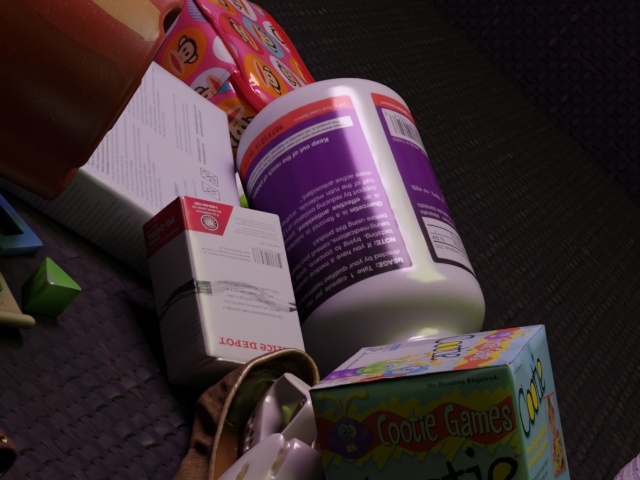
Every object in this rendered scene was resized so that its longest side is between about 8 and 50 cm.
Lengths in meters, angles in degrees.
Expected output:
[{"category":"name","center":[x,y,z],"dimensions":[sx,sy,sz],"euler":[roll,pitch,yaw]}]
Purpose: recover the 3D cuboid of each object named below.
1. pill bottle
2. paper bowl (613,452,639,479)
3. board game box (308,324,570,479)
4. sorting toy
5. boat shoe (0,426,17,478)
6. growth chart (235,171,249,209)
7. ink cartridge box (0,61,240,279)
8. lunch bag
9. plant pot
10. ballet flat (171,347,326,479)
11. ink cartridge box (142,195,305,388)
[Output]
[{"category":"pill bottle","center":[0.042,0.017,1.652],"dimensions":[0.181,0.181,0.323],"euler":[23,39,-47]},{"category":"paper bowl","center":[0.478,0.328,1.984],"dimensions":[0.284,0.148,0.284],"euler":[39,18,-16]},{"category":"board game box","center":[0.100,0.213,1.224],"dimensions":[0.144,0.142,0.275],"euler":[-26,107,-72]},{"category":"sorting toy","center":[-0.303,-0.022,1.270],"dimensions":[0.347,0.047,0.196],"euler":[14,33,-56]},{"category":"boat shoe","center":[-0.235,0.135,1.016],"dimensions":[0.073,0.073,0.207],"euler":[42,18,3]},{"category":"growth chart","center":[0.000,0.000,1.791],"dimensions":[0.237,0.021,0.172],"euler":[32,41,-7]},{"category":"ink cartridge box","center":[-0.218,-0.112,1.625],"dimensions":[0.330,0.071,0.324],"euler":[34,22,-23]},{"category":"lunch bag","center":[-0.080,-0.167,1.987],"dimensions":[0.258,0.120,0.293],"euler":[28,24,-49]},{"category":"plant pot","center":[-0.259,-0.181,1.315],"dimensions":[0.265,0.272,0.272],"euler":[32,20,-12]},{"category":"ballet flat","center":[-0.039,0.172,1.265],"dimensions":[0.116,0.124,0.342],"euler":[37,19,-11]},{"category":"ink cartridge box","center":[-0.080,0.049,1.464],"dimensions":[0.109,0.063,0.150],"euler":[12,56,-41]}]
